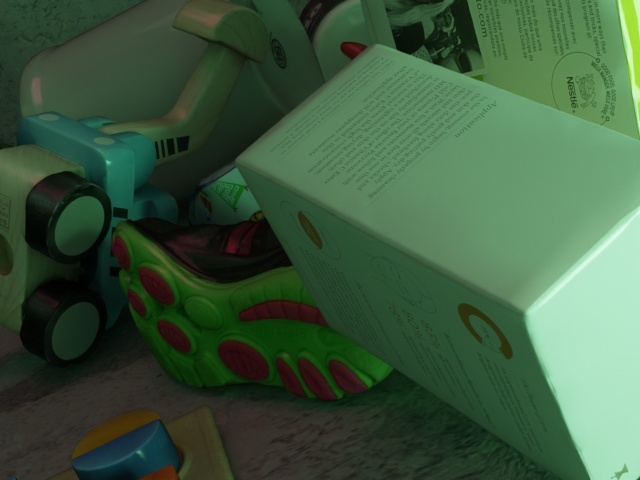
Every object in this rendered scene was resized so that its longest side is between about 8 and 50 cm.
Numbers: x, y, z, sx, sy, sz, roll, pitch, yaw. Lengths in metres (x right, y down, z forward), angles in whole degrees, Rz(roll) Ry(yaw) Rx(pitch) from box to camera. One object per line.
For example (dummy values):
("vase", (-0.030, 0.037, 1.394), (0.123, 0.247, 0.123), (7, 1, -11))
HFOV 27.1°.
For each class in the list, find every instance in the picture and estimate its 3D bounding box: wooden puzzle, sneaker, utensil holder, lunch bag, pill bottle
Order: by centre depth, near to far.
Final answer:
("wooden puzzle", (-0.231, 0.262, 1.166), (0.322, 0.080, 0.348), (-25, 18, -4))
("sneaker", (-0.055, 0.054, 1.436), (0.202, 0.185, 0.483), (-28, 27, -37))
("lunch bag", (-0.048, -0.076, 1.722), (0.243, 0.115, 0.303), (-35, 2, -14))
("utensil holder", (-0.225, -0.231, 2.118), (0.386, 0.327, 0.327), (-23, 17, 21))
("pill bottle", (0.063, -0.354, 2.368), (0.204, 0.204, 0.361), (-24, 17, -1))

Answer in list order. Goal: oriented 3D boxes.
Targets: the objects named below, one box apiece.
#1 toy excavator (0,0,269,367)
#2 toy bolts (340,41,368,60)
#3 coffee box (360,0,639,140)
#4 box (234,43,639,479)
("toy excavator", (-0.267, -0.098, 1.788), (0.222, 0.432, 0.445), (23, 27, 33))
("toy bolts", (0.144, -0.223, 1.777), (0.158, 0.218, 0.228), (-1, -11, 34))
("coffee box", (0.284, -0.185, 1.286), (0.338, 0.338, 0.334), (-20, 14, -34))
("box", (0.125, 0.012, 1.032), (0.168, 0.215, 0.345), (-41, 40, -16))
